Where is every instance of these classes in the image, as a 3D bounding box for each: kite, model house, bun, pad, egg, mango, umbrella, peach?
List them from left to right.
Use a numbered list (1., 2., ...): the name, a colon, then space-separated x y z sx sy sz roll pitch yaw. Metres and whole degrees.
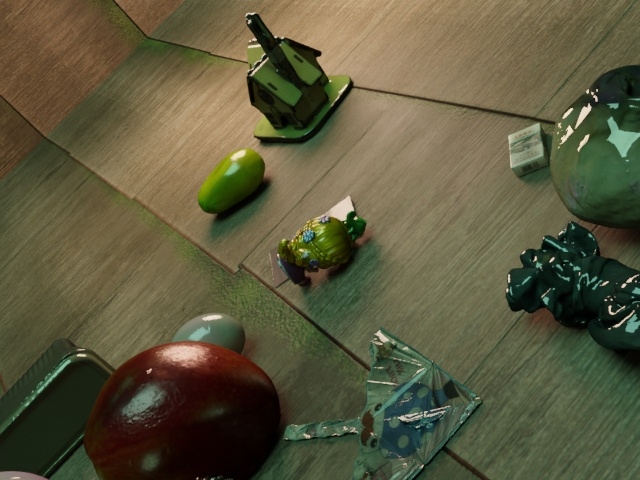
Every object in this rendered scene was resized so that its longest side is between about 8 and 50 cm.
1. peach: -0.197 0.263 1.215 0.274 0.245 0.249 -27 63 2
2. egg: -0.186 0.174 1.376 0.135 0.103 0.103 -33 33 12
3. mango: -0.189 -0.127 1.757 0.163 0.089 0.117 -33 33 15
4. model house: -0.107 -0.377 1.798 0.218 0.279 0.205 8 55 49
5. pad: -0.013 0.002 1.493 0.187 0.006 0.113 -35 34 14
6. kite: 0.070 0.242 1.108 0.314 0.011 0.335 -19 38 32
7. umbrella: 0.361 0.069 0.933 0.143 0.094 0.348 -52 35 -8
8. bun: 0.415 -0.131 1.049 0.272 0.168 0.273 -22 33 16

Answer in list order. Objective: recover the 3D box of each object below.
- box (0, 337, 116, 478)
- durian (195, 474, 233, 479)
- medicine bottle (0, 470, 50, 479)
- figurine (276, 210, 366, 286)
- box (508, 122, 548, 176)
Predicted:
1. box: -0.505 0.301 1.543 0.274 0.138 0.178 -46 28 -8
2. durian: -0.130 0.383 1.015 0.196 0.167 0.196 -19 44 20
3. medicine bottle: -0.400 0.479 1.093 0.256 0.256 0.324 -49 32 -12
4. figurine: 0.000 0.000 1.381 0.156 0.115 0.095 -29 61 10
5. box: 0.320 -0.140 1.290 0.054 0.024 0.083 -24 36 28
